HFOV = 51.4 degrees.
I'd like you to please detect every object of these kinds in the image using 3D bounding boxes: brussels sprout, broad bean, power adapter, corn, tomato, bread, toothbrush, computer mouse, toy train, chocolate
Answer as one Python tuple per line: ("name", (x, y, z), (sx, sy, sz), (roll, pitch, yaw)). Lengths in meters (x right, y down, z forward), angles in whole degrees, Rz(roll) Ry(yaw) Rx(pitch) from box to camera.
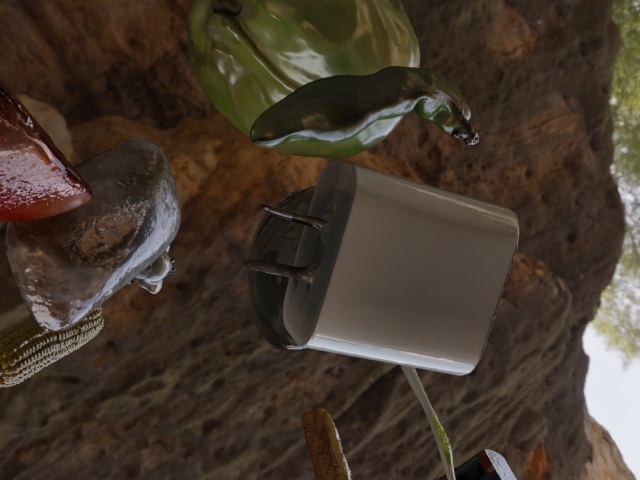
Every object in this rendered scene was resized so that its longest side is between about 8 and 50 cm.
("brussels sprout", (-0.022, -0.248, 0.865), (0.328, 0.328, 0.247), (-2, -137, 42))
("broad bean", (0.040, -0.102, 0.501), (0.195, 0.061, 0.046), (-4, 172, -26))
("power adapter", (0.051, 0.023, 0.680), (0.124, 0.255, 0.187), (-147, -107, -69))
("corn", (-0.413, 0.147, 1.010), (0.080, 0.080, 0.231), (-19, -173, 26))
("tomato", (-0.398, -0.113, 0.688), (0.170, 0.309, 0.309), (-41, -149, -12))
("bread", (0.010, 0.315, 0.987), (0.053, 0.074, 0.132), (-15, -121, -5))
("toothbrush", (0.162, 0.275, 0.932), (0.026, 0.022, 0.263), (-47, -131, 31))
("computer mouse", (0.000, -0.003, 0.996), (0.203, 0.114, 0.374), (-15, -143, 25))
("toy train", (0.169, 0.519, 1.209), (0.409, 0.086, 0.089), (-41, -133, 17))
("chocolate", (-0.288, -0.018, 0.928), (0.100, 0.185, 0.303), (0, -150, 24))

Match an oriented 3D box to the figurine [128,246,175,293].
("figurine", (-0.438, 0.054, 1.647), (0.126, 0.192, 0.147), (20, -89, 36))
